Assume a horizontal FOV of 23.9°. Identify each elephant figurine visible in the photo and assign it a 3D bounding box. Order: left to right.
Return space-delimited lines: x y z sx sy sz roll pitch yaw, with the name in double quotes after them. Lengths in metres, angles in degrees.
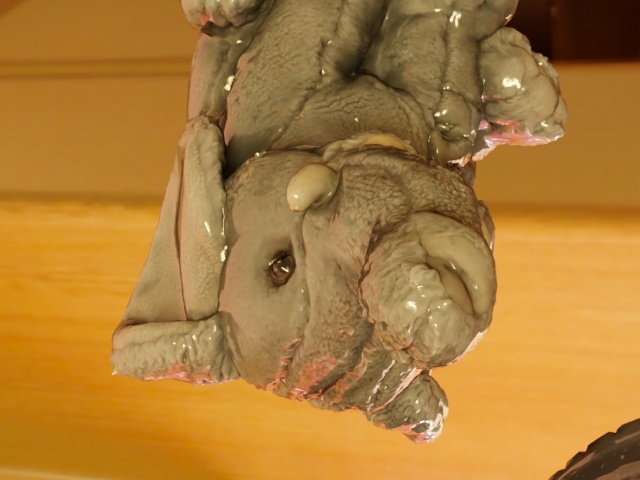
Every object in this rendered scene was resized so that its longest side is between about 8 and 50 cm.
0.000 0.000 0.540 0.186 0.169 0.239 63 -155 -43 "elephant figurine"

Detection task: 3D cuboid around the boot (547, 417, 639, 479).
0.089 0.183 0.454 0.118 0.338 0.223 25 -124 -30 "boot"
